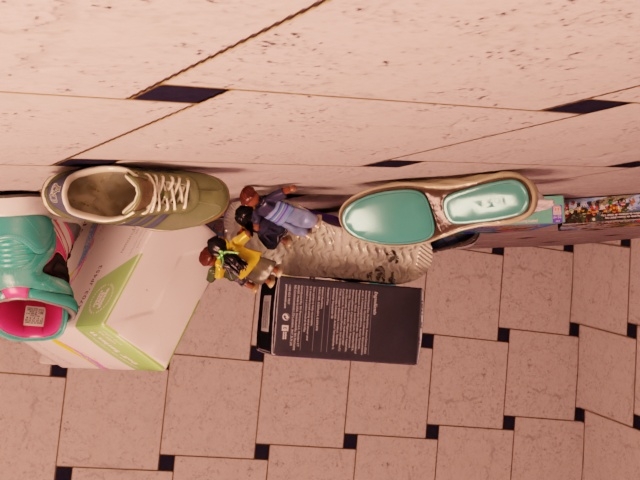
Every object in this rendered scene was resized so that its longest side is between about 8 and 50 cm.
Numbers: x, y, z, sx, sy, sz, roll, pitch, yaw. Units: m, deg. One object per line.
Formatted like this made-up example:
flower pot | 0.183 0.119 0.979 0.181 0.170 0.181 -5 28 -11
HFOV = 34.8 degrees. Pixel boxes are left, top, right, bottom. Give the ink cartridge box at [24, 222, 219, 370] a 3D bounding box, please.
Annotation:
ink cartridge box | -0.314 0.067 1.453 0.353 0.207 0.119 -7 140 48

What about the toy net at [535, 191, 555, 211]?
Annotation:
toy net | 0.195 -0.058 1.381 0.232 0.045 0.122 -7 166 20

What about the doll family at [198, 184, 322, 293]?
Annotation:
doll family | -0.086 -0.004 1.309 0.111 0.193 0.076 28 -160 -23

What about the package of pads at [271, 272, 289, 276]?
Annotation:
package of pads | -0.001 0.028 2.230 0.296 0.101 0.229 -4 177 8

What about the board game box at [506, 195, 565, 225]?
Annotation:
board game box | 0.299 -0.041 1.711 0.160 0.047 0.210 -2 177 -5

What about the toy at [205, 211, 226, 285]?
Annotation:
toy | -0.205 0.030 1.525 0.137 0.237 0.056 -6 137 42

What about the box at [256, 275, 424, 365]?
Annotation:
box | 0.024 0.111 1.425 0.207 0.108 0.153 6 175 -10

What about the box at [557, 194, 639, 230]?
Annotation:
box | 0.502 -0.048 1.805 0.159 0.044 0.233 -3 177 12

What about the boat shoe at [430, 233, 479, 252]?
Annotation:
boat shoe | 0.215 -0.004 2.080 0.228 0.080 0.076 -4 171 -1

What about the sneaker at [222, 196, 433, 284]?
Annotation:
sneaker | 0.002 0.011 1.462 0.293 0.102 0.146 12 175 -6

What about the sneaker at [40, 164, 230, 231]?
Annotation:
sneaker | -0.179 -0.041 1.023 0.192 0.064 0.086 1 -179 -18

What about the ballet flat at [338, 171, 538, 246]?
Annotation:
ballet flat | 0.149 -0.044 1.287 0.248 0.086 0.086 -5 177 15

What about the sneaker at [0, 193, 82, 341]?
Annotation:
sneaker | -0.364 0.039 1.315 0.123 0.179 0.295 -3 177 0

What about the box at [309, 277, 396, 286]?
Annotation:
box | 0.055 0.046 1.928 0.060 0.101 0.244 -2 178 -26

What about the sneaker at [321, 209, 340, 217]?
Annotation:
sneaker | 0.000 0.000 1.632 0.169 0.108 0.292 -5 179 -23
